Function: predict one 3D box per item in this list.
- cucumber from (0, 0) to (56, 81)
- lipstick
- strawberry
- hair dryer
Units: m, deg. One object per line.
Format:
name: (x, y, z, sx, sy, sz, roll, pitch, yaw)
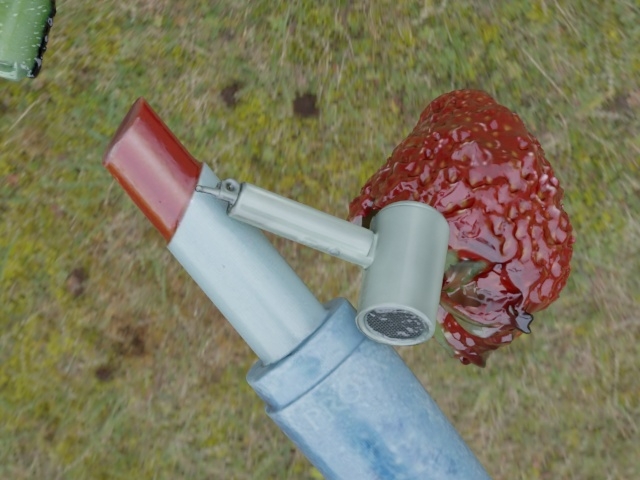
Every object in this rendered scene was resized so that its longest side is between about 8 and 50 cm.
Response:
cucumber: (-0.256, -0.200, 1.052, 0.115, 0.193, 0.085, 3, 68, -18)
lipstick: (-0.011, 0.048, 0.674, 0.068, 0.061, 0.274, -41, 99, -8)
strawberry: (0.157, -0.021, 1.457, 0.257, 0.261, 0.261, -43, 107, -28)
hair dryer: (0.000, 0.000, 0.646, 0.124, 0.063, 0.038, 21, 143, -14)
